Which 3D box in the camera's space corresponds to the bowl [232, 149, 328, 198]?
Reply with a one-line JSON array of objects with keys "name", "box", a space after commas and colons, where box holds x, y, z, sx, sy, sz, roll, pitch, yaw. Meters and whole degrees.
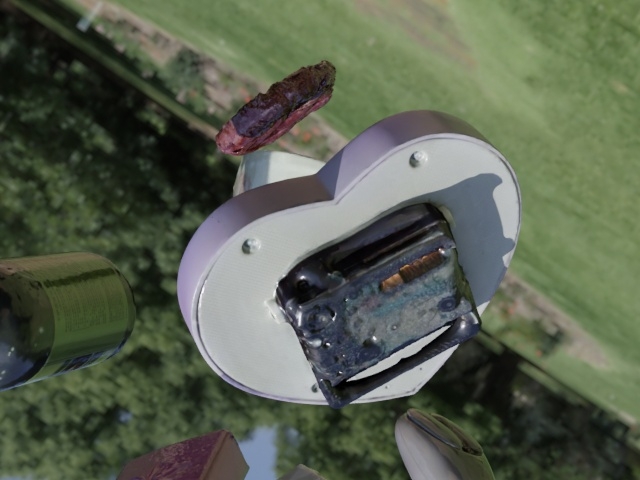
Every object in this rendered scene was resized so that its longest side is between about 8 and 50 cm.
[{"name": "bowl", "box": [0.000, 0.000, 1.768, 0.277, 0.145, 0.277, 18, 167, 4]}]

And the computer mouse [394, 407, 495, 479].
[{"name": "computer mouse", "box": [0.090, 0.152, 0.908, 0.066, 0.039, 0.096, 22, -146, -46]}]

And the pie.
[{"name": "pie", "box": [-0.044, -0.134, 1.368, 0.036, 0.154, 0.154, 56, -179, 3]}]

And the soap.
[{"name": "soap", "box": [-0.214, 0.365, 1.773, 0.081, 0.181, 0.259, 64, -161, -14]}]

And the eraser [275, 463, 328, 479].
[{"name": "eraser", "box": [-0.118, 0.421, 1.528, 0.213, 0.397, 0.082, 14, 133, 62]}]

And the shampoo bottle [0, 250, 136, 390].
[{"name": "shampoo bottle", "box": [-0.241, 0.063, 1.028, 0.101, 0.101, 0.284, 34, -170, 11]}]

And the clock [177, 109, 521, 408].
[{"name": "clock", "box": [0.029, 0.030, 0.739, 0.064, 0.198, 0.172, 56, 171, 51]}]
